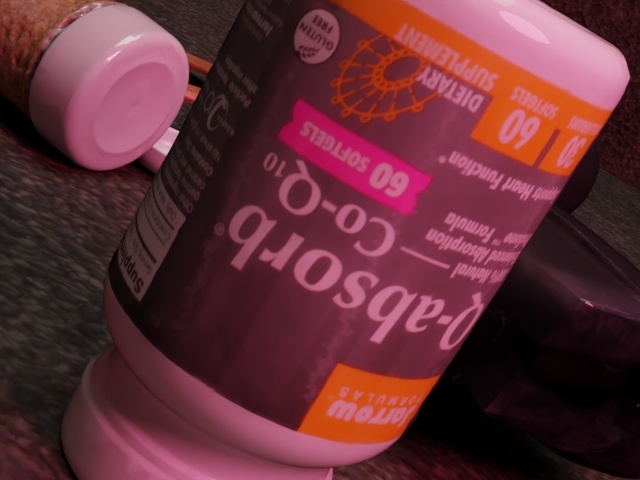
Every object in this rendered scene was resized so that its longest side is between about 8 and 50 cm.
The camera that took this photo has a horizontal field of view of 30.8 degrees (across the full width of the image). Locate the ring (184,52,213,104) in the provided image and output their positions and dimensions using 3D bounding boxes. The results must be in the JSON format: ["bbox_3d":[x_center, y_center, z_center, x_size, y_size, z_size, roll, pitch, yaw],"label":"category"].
[{"bbox_3d":[-0.163,-0.188,1.165,0.337,0.032,0.336,23,12,-5],"label":"ring"}]

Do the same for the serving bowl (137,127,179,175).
[{"bbox_3d":[-0.123,-0.067,0.958,0.083,0.027,0.083,27,17,-9],"label":"serving bowl"}]

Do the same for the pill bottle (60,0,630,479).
[{"bbox_3d":[0.000,0.000,0.525,0.162,0.278,0.162,27,16,-9],"label":"pill bottle"}]

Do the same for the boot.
[{"bbox_3d":[0.177,0.002,0.892,0.367,0.146,0.445,9,21,-29],"label":"boot"}]

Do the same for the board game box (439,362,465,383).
[{"bbox_3d":[0.055,0.005,1.022,0.208,0.056,0.347,4,30,-48],"label":"board game box"}]

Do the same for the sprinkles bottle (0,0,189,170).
[{"bbox_3d":[-0.265,-0.195,0.932,0.355,0.121,0.121,37,18,25],"label":"sprinkles bottle"}]
